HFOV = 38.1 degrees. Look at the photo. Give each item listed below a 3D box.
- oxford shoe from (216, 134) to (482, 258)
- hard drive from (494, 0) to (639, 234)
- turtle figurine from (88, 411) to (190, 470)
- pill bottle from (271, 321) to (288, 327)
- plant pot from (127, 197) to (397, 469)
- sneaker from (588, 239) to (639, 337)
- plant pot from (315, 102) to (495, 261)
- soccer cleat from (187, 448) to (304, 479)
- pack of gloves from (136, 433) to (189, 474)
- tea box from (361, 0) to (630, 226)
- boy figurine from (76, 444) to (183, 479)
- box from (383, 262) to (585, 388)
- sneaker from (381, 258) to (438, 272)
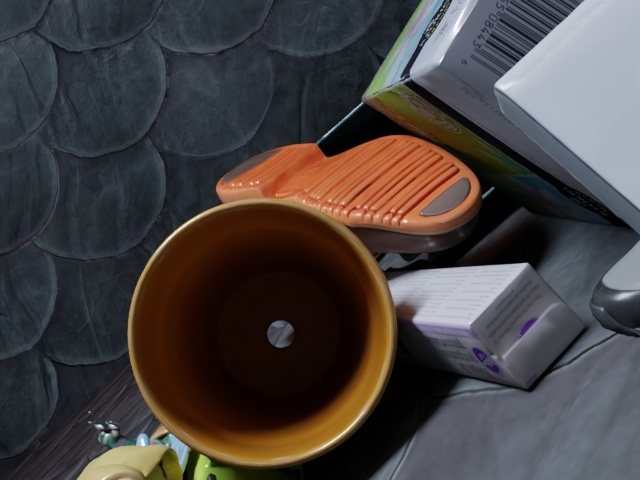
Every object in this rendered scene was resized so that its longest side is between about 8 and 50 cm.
[{"bbox_3d":[0.036,-0.019,0.924,0.130,0.132,0.364,-36,24,-24],"label":"oxford shoe"},{"bbox_3d":[0.264,-0.112,0.434,0.307,0.203,0.040,-43,-27,1],"label":"hard drive"},{"bbox_3d":[-0.186,0.229,1.134,0.175,0.118,0.234,-26,-4,14],"label":"turtle figurine"},{"bbox_3d":[0.000,0.000,1.307,0.264,0.146,0.146,-46,8,-24],"label":"pill bottle"},{"bbox_3d":[-0.041,0.078,0.791,0.205,0.205,0.188,-44,-5,-2],"label":"plant pot"},{"bbox_3d":[0.246,-0.054,0.504,0.271,0.108,0.100,-44,9,4],"label":"sneaker"},{"bbox_3d":[0.130,-0.093,1.096,0.165,0.165,0.234,-42,-9,12],"label":"plant pot"},{"bbox_3d":[-0.075,0.218,0.834,0.289,0.093,0.121,-122,48,-78],"label":"soccer cleat"},{"bbox_3d":[-0.180,0.265,0.848,0.195,0.046,0.232,-55,14,40],"label":"pack of gloves"},{"bbox_3d":[0.227,-0.206,0.767,0.329,0.220,0.323,-58,7,-1],"label":"tea box"},{"bbox_3d":[-0.126,0.234,0.645,0.092,0.177,0.285,-9,14,-12],"label":"boy figurine"},{"bbox_3d":[0.098,0.065,0.767,0.067,0.063,0.324,-45,8,-13],"label":"box"},{"bbox_3d":[0.047,0.059,1.008,0.178,0.077,0.072,-35,12,43],"label":"sneaker"}]
